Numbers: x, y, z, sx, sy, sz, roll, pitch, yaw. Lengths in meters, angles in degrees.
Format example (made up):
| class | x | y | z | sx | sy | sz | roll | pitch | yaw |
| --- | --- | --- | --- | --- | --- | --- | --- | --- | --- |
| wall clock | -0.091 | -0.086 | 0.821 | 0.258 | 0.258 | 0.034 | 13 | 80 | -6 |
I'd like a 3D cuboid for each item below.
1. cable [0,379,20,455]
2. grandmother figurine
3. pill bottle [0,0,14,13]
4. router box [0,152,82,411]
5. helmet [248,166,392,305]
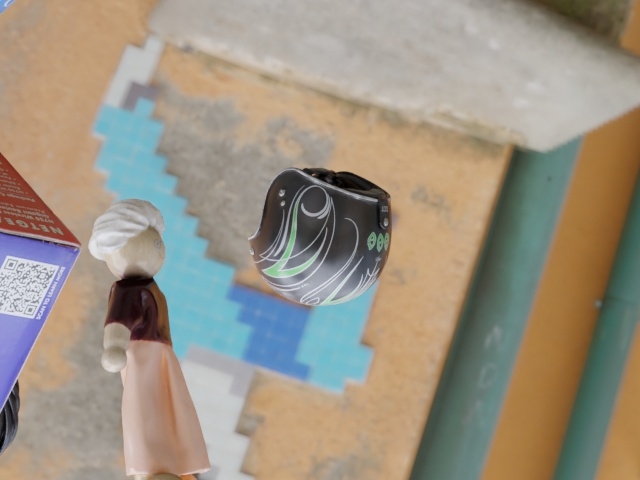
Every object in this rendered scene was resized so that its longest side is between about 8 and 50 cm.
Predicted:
| class | x | y | z | sx | sy | sz | roll | pitch | yaw |
| --- | --- | --- | --- | --- | --- | --- | --- | --- | --- |
| cable | -0.421 | 0.202 | 1.678 | 0.150 | 0.184 | 0.047 | 46 | -169 | 26 |
| grandmother figurine | -0.197 | 0.120 | 1.625 | 0.104 | 0.343 | 0.208 | -9 | 170 | -1 |
| pill bottle | -0.324 | -0.311 | 1.438 | 0.221 | 0.124 | 0.124 | -36 | 134 | 25 |
| router box | -0.307 | 0.063 | 0.840 | 0.082 | 0.335 | 0.301 | 14 | -159 | -45 |
| helmet | 0.000 | 0.000 | 1.717 | 0.169 | 0.162 | 0.169 | 18 | -167 | -4 |
